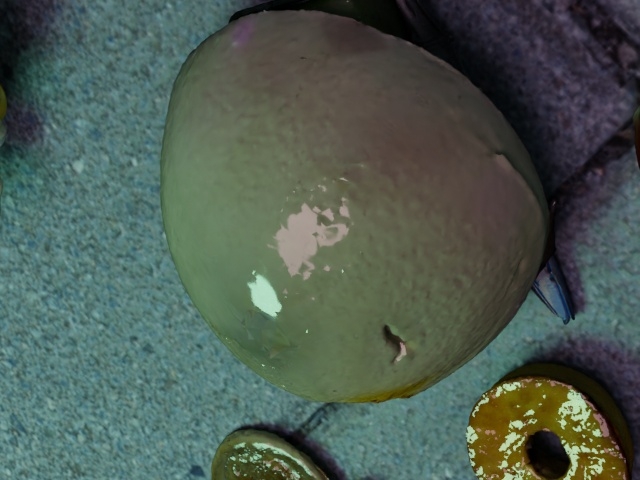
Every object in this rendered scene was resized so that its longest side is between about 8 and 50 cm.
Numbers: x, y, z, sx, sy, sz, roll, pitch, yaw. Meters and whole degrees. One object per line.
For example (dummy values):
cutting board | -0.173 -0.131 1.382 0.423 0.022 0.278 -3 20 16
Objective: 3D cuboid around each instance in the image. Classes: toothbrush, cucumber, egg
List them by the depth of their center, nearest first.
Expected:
egg | 0.000 0.000 1.225 0.337 0.201 0.337 16 138 15
toothbrush | 0.112 -0.108 1.253 0.035 0.042 0.413 -14 109 38
cucumber | 0.007 -0.156 1.263 0.115 0.062 0.116 -12 127 32

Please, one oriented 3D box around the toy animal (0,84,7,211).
toy animal | -0.401 -0.132 1.394 0.247 0.183 0.310 -9 118 -6

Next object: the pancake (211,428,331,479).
pancake | -0.045 0.241 1.516 0.139 0.022 0.139 12 120 21

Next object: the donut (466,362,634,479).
donut | 0.197 0.173 1.341 0.152 0.058 0.152 11 118 21

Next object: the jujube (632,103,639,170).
jujube | 0.357 -0.004 1.090 0.223 0.223 0.318 -40 85 35
